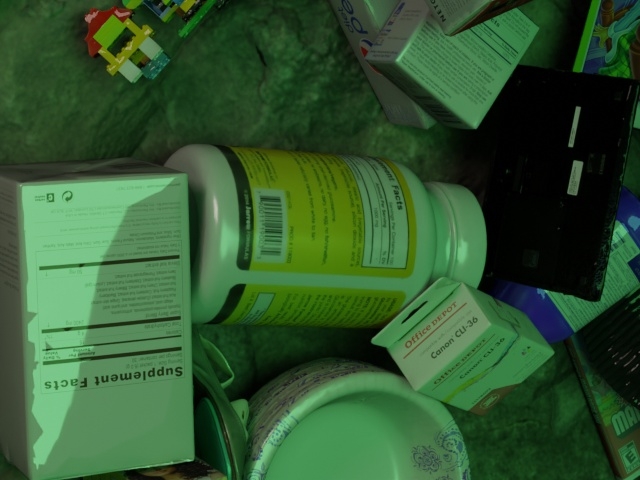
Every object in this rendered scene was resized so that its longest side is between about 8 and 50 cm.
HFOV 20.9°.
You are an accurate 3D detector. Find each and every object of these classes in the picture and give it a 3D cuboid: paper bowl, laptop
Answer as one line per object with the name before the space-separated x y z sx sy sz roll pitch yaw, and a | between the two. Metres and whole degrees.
paper bowl | 0.013 0.270 1.916 0.284 0.148 0.284 -4 99 -26
laptop | 0.254 -0.067 1.904 0.136 0.264 0.234 6 95 -47

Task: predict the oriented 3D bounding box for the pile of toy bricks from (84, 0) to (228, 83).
pile of toy bricks | -0.159 -0.268 1.788 0.105 0.118 0.212 43 94 3

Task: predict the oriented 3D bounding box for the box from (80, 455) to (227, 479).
box | -0.173 0.246 1.770 0.087 0.232 0.058 -11 101 -25

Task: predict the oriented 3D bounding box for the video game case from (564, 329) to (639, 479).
video game case | 0.407 0.133 2.163 0.204 0.025 0.285 -30 109 -20

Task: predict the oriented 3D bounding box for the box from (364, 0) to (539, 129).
box | 0.140 -0.210 1.845 0.126 0.072 0.137 37 80 -26

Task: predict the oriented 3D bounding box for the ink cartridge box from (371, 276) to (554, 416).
ink cartridge box | 0.154 0.116 1.876 0.115 0.067 0.198 -44 146 15

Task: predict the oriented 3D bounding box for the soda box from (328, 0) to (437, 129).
soda box | 0.072 -0.268 1.896 0.098 0.091 0.286 -36 111 -18

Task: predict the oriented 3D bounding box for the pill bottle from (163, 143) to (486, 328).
pill bottle | 0.000 0.000 1.846 0.334 0.188 0.188 4 96 -27

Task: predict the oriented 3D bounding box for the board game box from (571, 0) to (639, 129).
board game box | 0.477 -0.219 2.000 0.347 0.078 0.233 15 94 10

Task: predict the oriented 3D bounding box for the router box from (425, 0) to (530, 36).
router box | 0.169 -0.411 1.814 0.301 0.082 0.335 -26 84 -38

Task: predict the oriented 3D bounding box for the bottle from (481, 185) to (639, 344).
bottle | 0.266 0.057 2.011 0.283 0.092 0.118 -38 122 3

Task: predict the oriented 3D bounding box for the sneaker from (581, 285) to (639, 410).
sneaker | 0.429 0.166 2.112 0.122 0.146 0.330 -39 91 10

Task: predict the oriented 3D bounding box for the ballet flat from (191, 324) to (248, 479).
ballet flat | -0.112 0.166 1.824 0.068 0.213 0.072 -13 147 -30

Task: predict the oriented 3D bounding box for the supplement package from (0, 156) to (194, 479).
supplement package | -0.238 0.072 1.743 0.175 0.177 0.293 -5 100 -25
